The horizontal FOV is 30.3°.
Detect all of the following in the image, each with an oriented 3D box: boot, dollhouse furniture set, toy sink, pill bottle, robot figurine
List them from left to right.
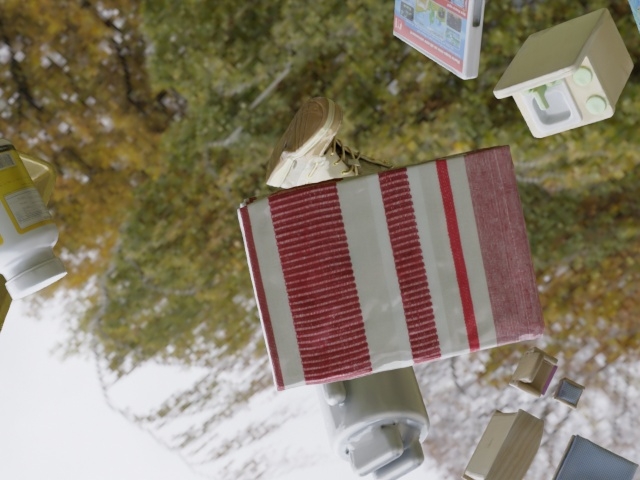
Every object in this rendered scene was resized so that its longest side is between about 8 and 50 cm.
[{"bbox_3d":[-0.389,-0.025,1.460,0.184,0.103,0.103,62,-156,1],"label":"pill bottle"},{"bbox_3d":[0.040,-0.137,1.965,0.203,0.262,0.095,17,-119,-15],"label":"boot"},{"bbox_3d":[0.094,0.301,2.336,0.300,0.200,0.353,38,-152,-45],"label":"robot figurine"},{"bbox_3d":[0.414,-0.268,1.990,0.131,0.153,0.234,59,-142,-19],"label":"toy sink"},{"bbox_3d":[0.440,0.375,2.002,0.303,0.286,0.198,29,171,0],"label":"dollhouse furniture set"}]

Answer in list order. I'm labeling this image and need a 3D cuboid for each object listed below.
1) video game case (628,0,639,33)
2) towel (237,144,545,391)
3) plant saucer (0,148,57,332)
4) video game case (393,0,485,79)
[{"bbox_3d":[0.572,-0.364,1.715,0.061,0.269,0.244,17,-135,-20],"label":"video game case"},{"bbox_3d":[0.085,0.033,1.387,0.037,0.329,0.237,-123,22,-82],"label":"towel"},{"bbox_3d":[-0.600,-0.011,1.738,0.333,0.081,0.332,21,-110,-16],"label":"plant saucer"},{"bbox_3d":[0.165,-0.388,1.612,0.025,0.285,0.204,-12,-148,-24],"label":"video game case"}]
